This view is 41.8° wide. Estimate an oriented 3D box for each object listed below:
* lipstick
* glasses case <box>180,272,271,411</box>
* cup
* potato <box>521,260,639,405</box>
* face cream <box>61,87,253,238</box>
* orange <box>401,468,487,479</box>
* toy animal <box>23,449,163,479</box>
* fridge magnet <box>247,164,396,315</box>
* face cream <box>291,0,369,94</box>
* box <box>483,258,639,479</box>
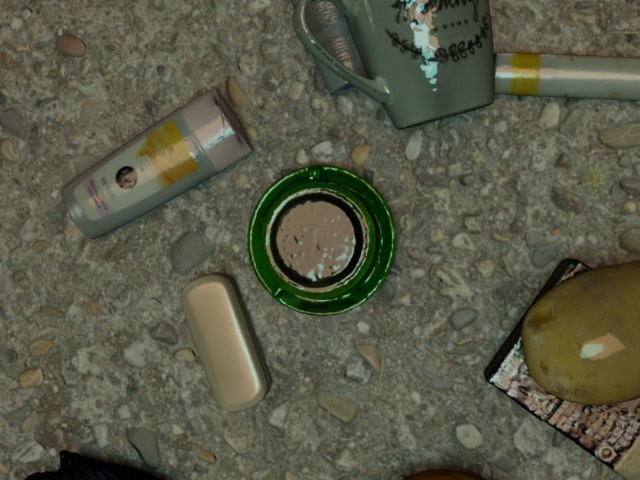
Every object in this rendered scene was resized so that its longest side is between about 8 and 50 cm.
[{"bbox_3d":[0.361,-0.216,1.107,0.263,0.059,0.059,5,91,8],"label":"lipstick"},{"bbox_3d":[-0.133,0.142,1.182,0.083,0.050,0.197,-19,87,10],"label":"glasses case"},{"bbox_3d":[0.096,-0.262,1.070,0.257,0.186,0.234,-15,94,-16],"label":"cup"},{"bbox_3d":[0.356,0.113,0.990,0.233,0.146,0.150,-18,118,7],"label":"potato"},{"bbox_3d":[-0.233,-0.106,1.186,0.269,0.073,0.107,-29,94,6],"label":"face cream"},{"bbox_3d":[0.160,0.411,1.054,0.239,0.240,0.240,0,90,8],"label":"orange"},{"bbox_3d":[-0.280,0.402,1.171,0.298,0.122,0.185,41,106,13],"label":"toy animal"},{"bbox_3d":[0.000,0.000,1.143,0.207,0.088,0.208,0,90,8],"label":"fridge magnet"},{"bbox_3d":[0.013,-0.304,1.159,0.084,0.057,0.199,-18,86,7],"label":"face cream"},{"bbox_3d":[0.396,0.189,1.090,0.310,0.084,0.198,35,95,6],"label":"box"}]
